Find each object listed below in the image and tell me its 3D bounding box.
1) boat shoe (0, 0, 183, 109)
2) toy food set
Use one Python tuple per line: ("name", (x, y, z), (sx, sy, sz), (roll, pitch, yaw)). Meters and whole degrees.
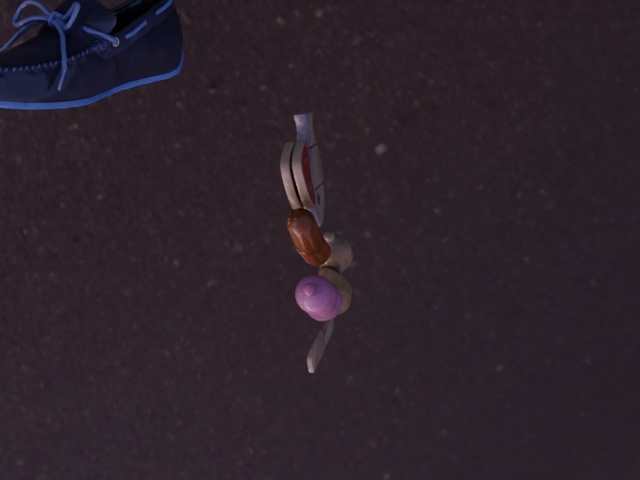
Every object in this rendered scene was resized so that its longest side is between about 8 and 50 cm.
("boat shoe", (-0.219, -0.176, 1.044), (0.258, 0.109, 0.089), (-38, 137, -60))
("toy food set", (0.000, 0.000, 0.598), (0.019, 0.078, 0.122), (-4, 110, 14))
